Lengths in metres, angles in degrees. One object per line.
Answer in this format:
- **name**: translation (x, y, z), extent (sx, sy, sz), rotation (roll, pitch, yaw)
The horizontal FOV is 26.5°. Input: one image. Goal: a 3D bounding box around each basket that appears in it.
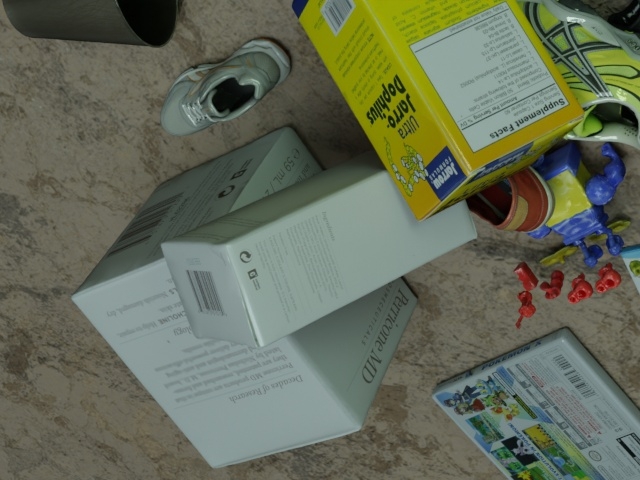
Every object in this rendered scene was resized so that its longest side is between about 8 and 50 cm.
- **basket**: translation (-0.359, -0.381, 2.070), extent (0.226, 0.154, 0.204), rotation (-2, 123, 30)

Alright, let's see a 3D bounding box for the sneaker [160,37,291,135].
- **sneaker**: translation (-0.171, -0.223, 2.122), extent (0.262, 0.121, 0.099), rotation (-27, 111, 38)

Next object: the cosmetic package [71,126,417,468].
- **cosmetic package**: translation (-0.112, 0.097, 2.208), extent (0.327, 0.329, 0.394), rotation (-22, 116, 36)

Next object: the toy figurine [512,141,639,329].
- **toy figurine**: translation (0.374, -0.055, 1.970), extent (0.362, 0.191, 0.217), rotation (-29, 105, 37)

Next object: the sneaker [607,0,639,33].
- **sneaker**: translation (0.457, -0.361, 1.733), extent (0.121, 0.108, 0.302), rotation (19, 133, 4)

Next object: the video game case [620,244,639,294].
- **video game case**: translation (0.549, 0.069, 2.094), extent (0.119, 0.015, 0.166), rotation (-14, 119, 33)

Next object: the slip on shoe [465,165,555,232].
- **slip on shoe**: translation (0.196, -0.128, 1.983), extent (0.331, 0.101, 0.123), rotation (44, 123, 26)

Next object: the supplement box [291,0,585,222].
- **supplement box**: translation (0.147, -0.240, 1.790), extent (0.357, 0.194, 0.195), rotation (60, 158, 8)

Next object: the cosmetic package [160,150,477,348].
- **cosmetic package**: translation (0.000, 0.000, 1.902), extent (0.217, 0.385, 0.156), rotation (2, 113, 61)

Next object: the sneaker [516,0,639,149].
- **sneaker**: translation (0.336, -0.223, 1.816), extent (0.384, 0.147, 0.145), rotation (24, 152, 35)

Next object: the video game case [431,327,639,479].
- **video game case**: translation (0.405, 0.322, 2.348), extent (0.300, 0.036, 0.329), rotation (-30, 110, 38)
